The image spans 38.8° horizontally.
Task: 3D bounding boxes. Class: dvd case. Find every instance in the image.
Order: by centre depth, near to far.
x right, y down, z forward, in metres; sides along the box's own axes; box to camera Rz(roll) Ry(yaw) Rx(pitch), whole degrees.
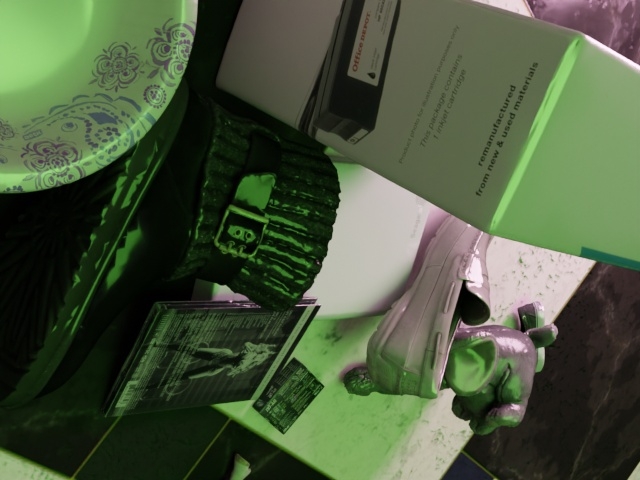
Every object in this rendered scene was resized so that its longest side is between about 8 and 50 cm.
[{"bbox_3d":[-0.119,0.129,1.025,0.221,0.018,0.165,2,129,-42],"label":"dvd case"}]

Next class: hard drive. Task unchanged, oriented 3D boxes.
[{"bbox_3d":[0.000,0.000,1.082,0.307,0.040,0.203,0,112,-41],"label":"hard drive"}]

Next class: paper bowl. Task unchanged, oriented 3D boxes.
[{"bbox_3d":[-0.246,-0.184,0.668,0.284,0.148,0.284,-11,109,-34],"label":"paper bowl"}]

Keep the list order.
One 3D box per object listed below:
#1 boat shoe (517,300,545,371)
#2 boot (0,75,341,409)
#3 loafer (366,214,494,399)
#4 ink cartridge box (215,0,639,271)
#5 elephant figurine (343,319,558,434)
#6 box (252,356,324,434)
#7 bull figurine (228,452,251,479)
[{"bbox_3d":[0.336,0.156,1.464,0.040,0.049,0.142,-8,125,-1],"label":"boat shoe"},{"bbox_3d":[-0.140,0.026,0.853,0.260,0.131,0.348,31,91,-45],"label":"boot"},{"bbox_3d":[0.174,0.070,1.182,0.319,0.111,0.112,-56,155,-26],"label":"loafer"},{"bbox_3d":[0.130,-0.134,0.875,0.285,0.395,0.166,11,106,-44],"label":"ink cartridge box"},{"bbox_3d":[0.182,0.163,1.263,0.239,0.169,0.186,34,58,-31],"label":"elephant figurine"},{"bbox_3d":[-0.040,0.200,1.166,0.083,0.018,0.067,-49,135,-10],"label":"box"},{"bbox_3d":[-0.105,0.394,1.142,0.188,0.101,0.310,-49,128,-13],"label":"bull figurine"}]
